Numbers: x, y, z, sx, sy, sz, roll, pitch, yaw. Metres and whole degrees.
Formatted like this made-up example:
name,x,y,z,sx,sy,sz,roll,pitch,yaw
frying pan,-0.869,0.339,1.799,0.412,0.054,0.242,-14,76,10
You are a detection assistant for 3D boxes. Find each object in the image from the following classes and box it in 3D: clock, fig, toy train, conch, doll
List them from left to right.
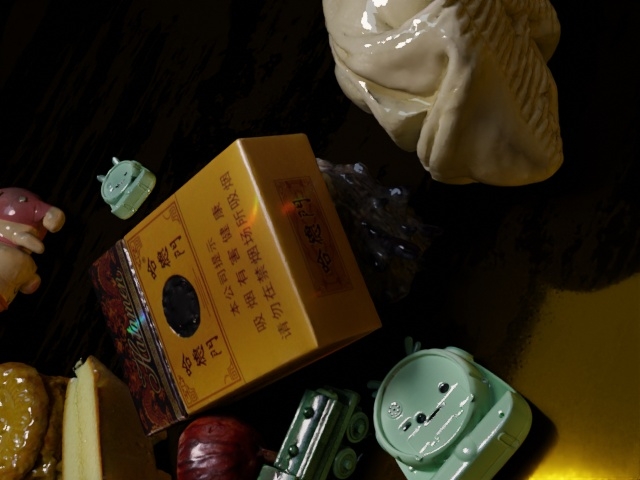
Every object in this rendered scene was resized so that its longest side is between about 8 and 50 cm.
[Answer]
name,x,y,z,sx,sy,sz,roll,pitch,yaw
doll,-0.593,0.029,1.742,0.152,0.196,0.255,27,77,10
clock,-0.365,-0.104,1.704,0.101,0.041,0.135,-53,43,0
fig,-0.118,0.294,1.181,0.150,0.128,0.128,27,83,32
toy train,-0.006,0.253,1.111,0.071,0.111,0.170,13,73,40
conch,0.004,0.011,1.219,0.313,0.186,0.240,-4,85,24
clock,0.128,0.196,1.063,0.159,0.066,0.211,-51,42,2

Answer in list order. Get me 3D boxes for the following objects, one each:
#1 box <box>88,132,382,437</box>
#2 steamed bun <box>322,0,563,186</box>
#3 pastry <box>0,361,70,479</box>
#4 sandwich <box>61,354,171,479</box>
name,x,y,z,sx,sy,sz,roll,pitch,yaw
box,-0.132,0.073,1.183,0.415,0.116,0.264,-31,77,44
steamed bun,0.136,-0.237,1.133,0.238,0.347,0.393,-17,90,34
pastry,-0.503,0.317,1.488,0.240,0.132,0.235,-27,48,27
sandwich,-0.307,0.292,1.340,0.122,0.128,0.235,-36,45,24
